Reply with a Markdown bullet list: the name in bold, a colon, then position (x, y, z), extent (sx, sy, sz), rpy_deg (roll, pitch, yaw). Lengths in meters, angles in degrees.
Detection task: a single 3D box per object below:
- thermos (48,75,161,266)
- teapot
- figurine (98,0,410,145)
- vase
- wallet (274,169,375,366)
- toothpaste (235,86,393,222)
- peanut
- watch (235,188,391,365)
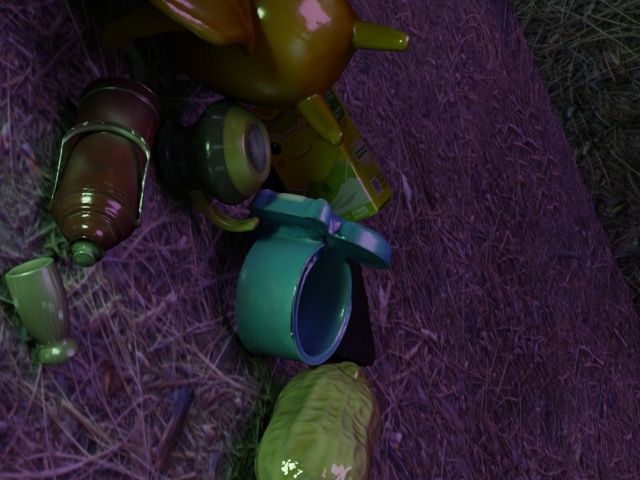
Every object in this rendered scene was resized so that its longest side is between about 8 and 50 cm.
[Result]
- **thermos**: position (-0.236, -0.062, 1.726), extent (0.124, 0.098, 0.232), rpy_deg (107, -9, -50)
- **teapot**: position (-0.126, -0.089, 1.962), extent (0.130, 0.119, 0.166), rpy_deg (-45, 125, -62)
- **figurine**: position (-0.115, -0.290, 1.876), extent (0.387, 0.268, 0.401), rpy_deg (36, 34, -26)
- **vase**: position (-0.275, 0.072, 1.591), extent (0.053, 0.053, 0.101), rpy_deg (-49, 125, -64)
- **wallet**: position (0.000, 0.000, 2.290), extent (0.197, 0.051, 0.378), rpy_deg (25, 52, -58)
- **toothpaste**: position (-0.028, -0.163, 2.186), extent (0.327, 0.110, 0.077), rpy_deg (60, 30, -9)
- **peanut**: position (-0.001, 0.252, 1.996), extent (0.313, 0.152, 0.152), rpy_deg (-74, 142, -64)
- **watch**: position (-0.033, 0.055, 2.039), extent (0.211, 0.211, 0.193), rpy_deg (37, 65, -56)
